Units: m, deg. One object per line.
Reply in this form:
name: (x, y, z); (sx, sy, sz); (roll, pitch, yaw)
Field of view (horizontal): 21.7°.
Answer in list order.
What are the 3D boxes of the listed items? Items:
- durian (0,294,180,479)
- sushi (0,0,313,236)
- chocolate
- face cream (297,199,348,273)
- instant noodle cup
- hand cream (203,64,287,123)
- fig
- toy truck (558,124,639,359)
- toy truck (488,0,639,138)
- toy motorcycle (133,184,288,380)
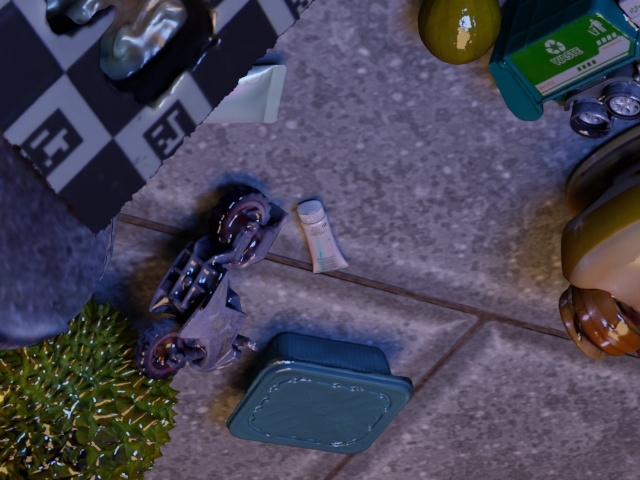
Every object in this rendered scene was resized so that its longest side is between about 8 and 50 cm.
durian: (-0.288, 0.178, 1.709); (0.291, 0.224, 0.291); (-2, 142, -1)
sushi: (-0.195, -0.227, 1.317); (0.296, 0.100, 0.373); (-49, 141, -11)
chocolate: (-0.332, -0.049, 1.362); (0.213, 0.303, 0.303); (-10, 144, 28)
face cream: (0.000, 0.000, 1.698); (0.038, 0.020, 0.115); (-13, 142, 5)
instant noodle cup: (-0.005, 0.167, 1.864); (0.179, 0.070, 0.157); (11, 139, -22)
hand cream: (-0.135, -0.129, 1.500); (0.205, 0.050, 0.078); (-2, 141, -12)
fig: (0.120, -0.198, 1.437); (0.074, 0.074, 0.088); (-3, 123, -5)
toy truck: (0.357, 0.013, 1.624); (0.204, 0.211, 0.288); (-35, 137, 29)
toy truck: (0.252, -0.177, 1.413); (0.124, 0.114, 0.253); (31, 149, -23)
toy motorcycle: (-0.097, 0.051, 1.650); (0.122, 0.080, 0.215); (21, 102, -51)
